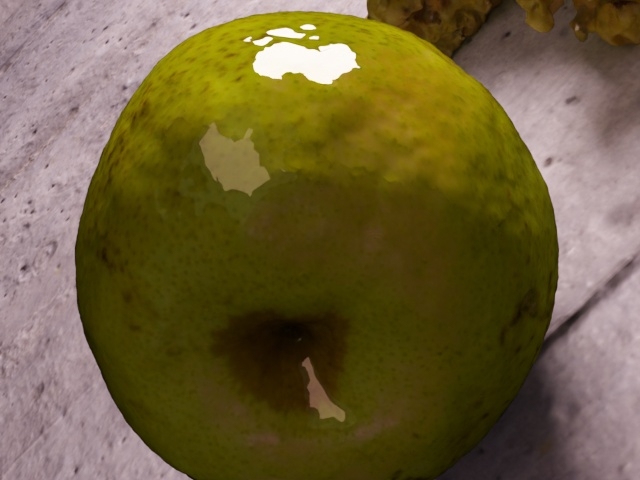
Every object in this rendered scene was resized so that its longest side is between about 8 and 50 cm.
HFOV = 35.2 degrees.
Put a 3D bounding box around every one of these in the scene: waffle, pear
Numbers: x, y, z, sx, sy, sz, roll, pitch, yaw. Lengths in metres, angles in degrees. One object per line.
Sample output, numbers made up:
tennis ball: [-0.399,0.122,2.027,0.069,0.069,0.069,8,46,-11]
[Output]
waffle: [0.198,-0.299,0.991,0.324,0.151,0.261,12,72,48]
pear: [0.000,0.000,0.783,0.391,0.391,0.391,-27,43,28]
